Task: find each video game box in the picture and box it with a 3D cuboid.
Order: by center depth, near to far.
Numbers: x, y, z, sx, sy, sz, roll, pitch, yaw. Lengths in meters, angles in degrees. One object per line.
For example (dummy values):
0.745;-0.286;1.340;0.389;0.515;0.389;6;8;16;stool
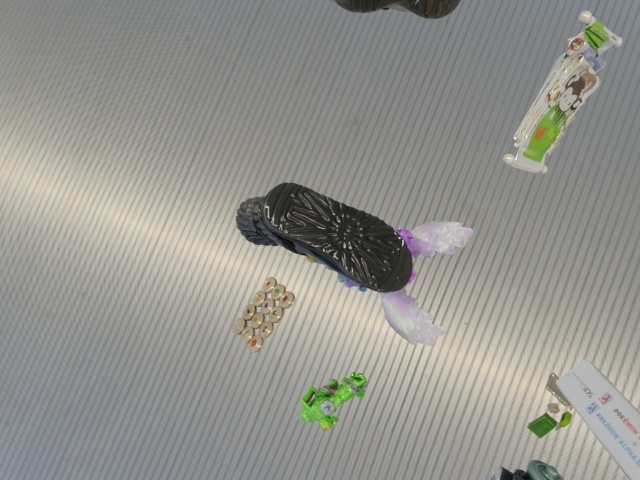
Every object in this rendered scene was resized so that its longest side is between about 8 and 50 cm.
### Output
0.314;0.226;0.468;0.048;0.187;0.205;-39;101;13;video game box

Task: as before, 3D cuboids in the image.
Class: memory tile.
-0.121;0.152;1.124;0.148;0.012;0.113;-55;40;0;memory tile

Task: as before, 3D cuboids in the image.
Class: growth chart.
0.352;-0.200;0.782;0.021;0.172;0.237;44;125;34;growth chart

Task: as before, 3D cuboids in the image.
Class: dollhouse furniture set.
0.528;0.382;1.229;0.076;0.152;0.058;40;132;11;dollhouse furniture set

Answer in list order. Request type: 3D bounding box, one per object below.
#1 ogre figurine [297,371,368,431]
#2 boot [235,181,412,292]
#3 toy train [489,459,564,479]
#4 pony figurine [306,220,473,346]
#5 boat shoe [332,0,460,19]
0.016;0.361;1.212;0.197;0.118;0.096;-12;104;50;ogre figurine
0.001;-0.004;1.128;0.348;0.260;0.131;32;75;-14;boot
0.443;0.523;0.915;0.334;0.190;0.142;31;109;11;toy train
0.149;0.050;1.289;0.364;0.351;0.302;22;91;-28;pony figurine
0.108;-0.427;0.852;0.120;0.324;0.122;33;125;37;boat shoe
